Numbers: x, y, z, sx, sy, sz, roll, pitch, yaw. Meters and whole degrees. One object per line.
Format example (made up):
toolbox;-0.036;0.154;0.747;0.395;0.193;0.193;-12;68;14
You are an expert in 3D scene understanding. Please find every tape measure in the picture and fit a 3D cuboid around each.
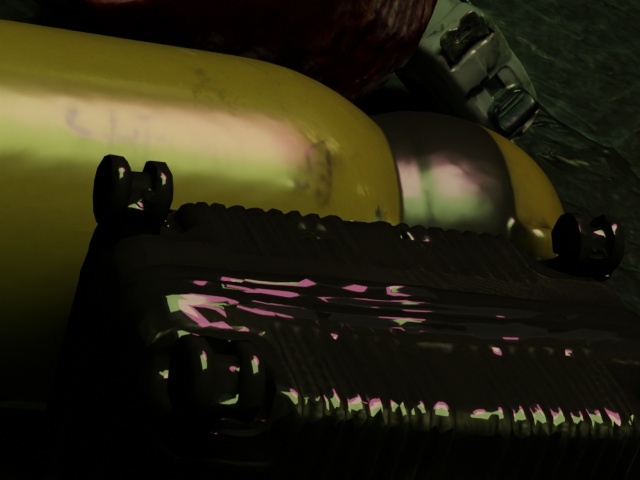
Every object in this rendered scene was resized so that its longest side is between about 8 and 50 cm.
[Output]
tape measure;0.075;-0.172;1.471;0.164;0.084;0.330;56;-8;-29

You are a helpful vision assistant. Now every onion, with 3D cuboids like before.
onion;-0.028;-0.233;1.283;0.260;0.282;0.337;38;39;-41

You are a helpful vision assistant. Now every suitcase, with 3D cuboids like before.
suitcase;-0.008;0.150;0.683;0.229;0.335;0.152;6;29;-23

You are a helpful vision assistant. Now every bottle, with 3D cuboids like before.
bottle;-0.054;0.001;0.770;0.351;0.171;0.171;8;36;-22

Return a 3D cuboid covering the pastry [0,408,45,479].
pastry;-0.109;0.081;0.889;0.329;0.136;0.330;16;39;-14
